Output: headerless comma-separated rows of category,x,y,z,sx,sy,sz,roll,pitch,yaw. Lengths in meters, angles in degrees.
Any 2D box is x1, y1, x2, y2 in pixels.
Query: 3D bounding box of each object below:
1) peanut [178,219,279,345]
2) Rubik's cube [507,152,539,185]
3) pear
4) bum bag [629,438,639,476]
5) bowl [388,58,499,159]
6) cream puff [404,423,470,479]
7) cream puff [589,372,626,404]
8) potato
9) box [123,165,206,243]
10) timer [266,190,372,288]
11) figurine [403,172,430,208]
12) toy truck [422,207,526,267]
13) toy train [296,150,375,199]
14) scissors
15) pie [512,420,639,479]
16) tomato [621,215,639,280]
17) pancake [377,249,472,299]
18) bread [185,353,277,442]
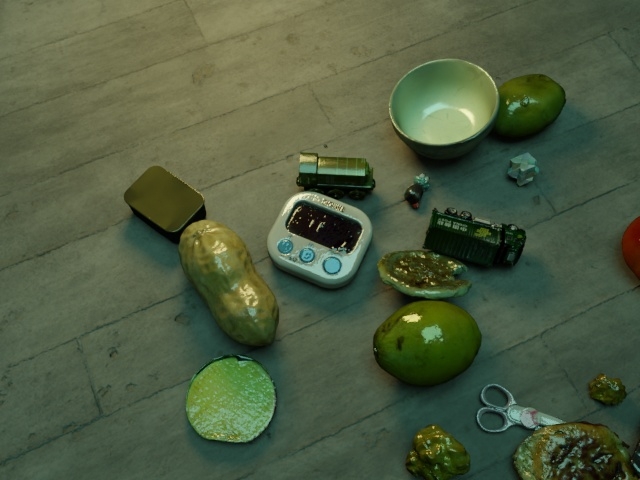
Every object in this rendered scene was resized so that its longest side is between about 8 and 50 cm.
peanut,-0.228,0.103,1.729,0.169,0.192,0.387,-28,66,-21
Rubik's cube,0.579,-0.198,1.947,0.084,0.075,0.073,-34,51,0
pear,0.256,0.246,1.648,0.268,0.212,0.213,-11,63,-14
bum bag,0.802,0.473,1.598,0.123,0.060,0.248,36,47,10
bowl,0.356,-0.359,1.963,0.306,0.163,0.308,-5,65,11
cream puff,0.261,0.498,1.563,0.116,0.146,0.146,-40,70,-17
cream puff,0.706,0.365,1.673,0.083,0.058,0.083,-28,68,-12
potato,0.601,-0.400,2.010,0.253,0.149,0.186,-34,71,-16
box,-0.424,-0.096,1.886,0.200,0.090,0.144,33,67,15
timer,0.000,0.000,1.840,0.261,0.087,0.237,22,66,10
figurine,0.277,-0.144,1.940,0.060,0.047,0.106,47,59,-18
toy truck,0.414,-0.008,1.827,0.258,0.088,0.121,15,38,7
toy train,0.043,-0.180,1.903,0.225,0.137,0.090,2,63,2
scissors,0.501,0.432,1.654,0.241,0.030,0.118,16,67,7
pie,0.603,0.555,1.559,0.307,0.085,0.309,1,65,-3
tomato,0.928,0.017,1.784,0.259,0.180,0.260,1,65,-2
pancake,0.266,0.082,1.750,0.253,0.037,0.254,6,25,-3
bread,-0.218,0.390,1.674,0.228,0.033,0.229,1,62,-2
